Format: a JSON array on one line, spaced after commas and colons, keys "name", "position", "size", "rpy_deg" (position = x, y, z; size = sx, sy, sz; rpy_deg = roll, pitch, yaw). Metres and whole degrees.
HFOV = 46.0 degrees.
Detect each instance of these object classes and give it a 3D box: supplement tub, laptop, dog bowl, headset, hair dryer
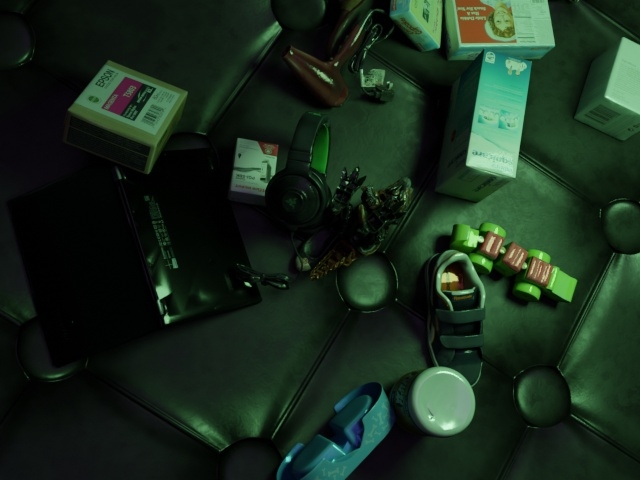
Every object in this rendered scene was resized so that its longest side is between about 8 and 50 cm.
[{"name": "supplement tub", "position": [0.232, 0.349, 1.626], "size": [0.144, 0.200, 0.144], "rpy_deg": [3, 77, -12]}, {"name": "laptop", "position": [-0.404, 0.025, 1.662], "size": [0.408, 0.236, 0.382], "rpy_deg": [-12, 80, -43]}, {"name": "dog bowl", "position": [0.040, 0.429, 1.595], "size": [0.297, 0.166, 0.074], "rpy_deg": [-42, 100, -17]}, {"name": "headset", "position": [-0.068, -0.090, 1.656], "size": [0.185, 0.243, 0.394], "rpy_deg": [10, 85, 9]}, {"name": "hair dryer", "position": [0.042, -0.430, 1.794], "size": [0.293, 0.080, 0.224], "rpy_deg": [-9, 104, -24]}]

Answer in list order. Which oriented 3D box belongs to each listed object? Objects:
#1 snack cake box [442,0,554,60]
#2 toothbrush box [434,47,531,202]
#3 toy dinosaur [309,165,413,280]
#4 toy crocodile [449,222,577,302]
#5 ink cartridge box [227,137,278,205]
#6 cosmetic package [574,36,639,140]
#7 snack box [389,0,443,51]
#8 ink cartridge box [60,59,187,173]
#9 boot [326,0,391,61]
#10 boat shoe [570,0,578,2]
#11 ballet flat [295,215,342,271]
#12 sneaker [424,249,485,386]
[{"name": "snack cake box", "position": [0.451, -0.546, 1.926], "size": [0.264, 0.089, 0.152], "rpy_deg": [-3, 80, -12]}, {"name": "toothbrush box", "position": [0.381, -0.264, 1.784], "size": [0.126, 0.216, 0.296], "rpy_deg": [13, 77, -8]}, {"name": "toy dinosaur", "position": [0.103, -0.029, 1.674], "size": [0.164, 0.218, 0.322], "rpy_deg": [18, 63, 10]}, {"name": "toy crocodile", "position": [0.457, 0.050, 1.787], "size": [0.340, 0.105, 0.115], "rpy_deg": [29, 74, -5]}, {"name": "ink cartridge box", "position": [-0.154, -0.156, 1.725], "size": [0.099, 0.056, 0.135], "rpy_deg": [8, 70, -10]}, {"name": "cosmetic package", "position": [0.771, -0.384, 1.924], "size": [0.151, 0.151, 0.184], "rpy_deg": [24, 75, -6]}, {"name": "snack box", "position": [0.246, -0.657, 1.865], "size": [0.060, 0.187, 0.322], "rpy_deg": [-3, 74, 32]}, {"name": "ink cartridge box", "position": [-0.412, -0.267, 1.610], "size": [0.193, 0.088, 0.235], "rpy_deg": [21, 40, -8]}, {"name": "boot", "position": [0.085, -0.572, 1.869], "size": [0.115, 0.112, 0.305], "rpy_deg": [25, 80, 30]}, {"name": "boat shoe", "position": [0.641, -0.682, 2.017], "size": [0.038, 0.046, 0.125], "rpy_deg": [-35, 84, -17]}, {"name": "ballet flat", "position": [0.000, 0.000, 1.733], "size": [0.057, 0.049, 0.173], "rpy_deg": [39, 73, 0]}, {"name": "sneaker", "position": [0.310, 0.179, 1.720], "size": [0.126, 0.127, 0.321], "rpy_deg": [-8, 81, -15]}]
